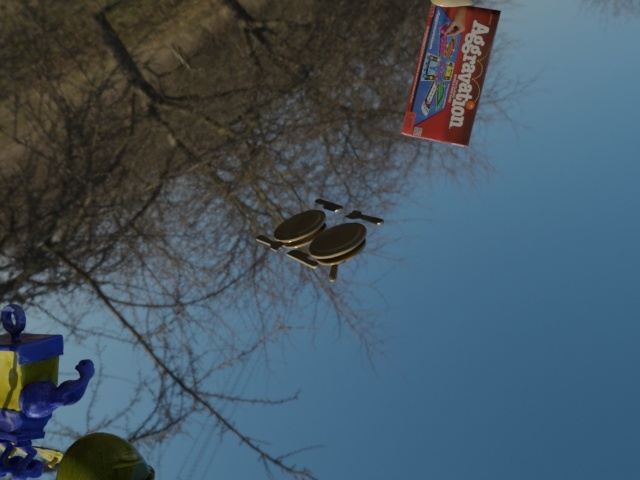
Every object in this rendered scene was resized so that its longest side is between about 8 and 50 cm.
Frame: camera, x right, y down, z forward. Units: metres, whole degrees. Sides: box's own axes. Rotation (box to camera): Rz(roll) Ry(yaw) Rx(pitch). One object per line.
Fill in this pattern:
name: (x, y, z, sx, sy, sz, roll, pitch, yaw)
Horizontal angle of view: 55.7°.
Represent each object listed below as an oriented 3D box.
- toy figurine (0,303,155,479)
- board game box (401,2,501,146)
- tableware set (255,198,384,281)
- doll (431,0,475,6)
toy figurine: (-0.372, 0.185, 0.724, 0.362, 0.217, 0.191, -4, 174, 33)
board game box: (0.272, -0.348, 1.271, 0.145, 0.281, 0.027, 13, -174, 12)
tableware set: (0.000, 0.000, 0.888, 0.128, 0.039, 0.194, -33, -153, -20)
doll: (0.119, -0.289, 0.481, 0.046, 0.189, 0.129, 2, -137, 3)
